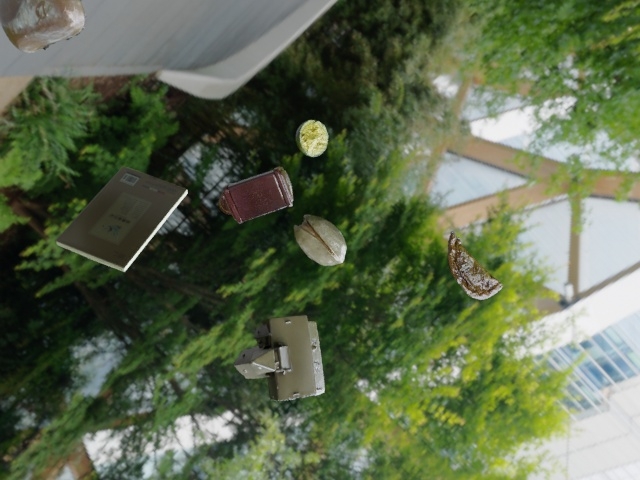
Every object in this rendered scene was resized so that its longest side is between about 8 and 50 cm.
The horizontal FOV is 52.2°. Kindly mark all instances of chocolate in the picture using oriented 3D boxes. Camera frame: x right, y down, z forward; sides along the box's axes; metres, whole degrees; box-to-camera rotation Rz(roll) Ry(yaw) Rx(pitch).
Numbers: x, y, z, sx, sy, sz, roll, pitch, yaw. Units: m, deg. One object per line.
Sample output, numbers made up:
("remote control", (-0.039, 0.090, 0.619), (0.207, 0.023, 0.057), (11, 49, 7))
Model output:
("chocolate", (-0.667, -0.532, 1.524), (0.261, 0.161, 0.083), (-11, -161, 34))

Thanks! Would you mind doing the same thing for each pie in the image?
("pie", (0.340, 0.073, 1.508), (0.088, 0.191, 0.033), (-53, -163, -29))

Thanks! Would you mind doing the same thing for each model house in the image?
("model house", (-0.114, 0.261, 1.426), (0.176, 0.181, 0.248), (-11, 168, 19))

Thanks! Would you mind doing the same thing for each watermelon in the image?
("watermelon", (-0.032, -0.291, 1.868), (0.062, 0.106, 0.105), (5, -133, 48))

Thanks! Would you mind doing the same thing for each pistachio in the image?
("pistachio", (0.000, 0.000, 1.918), (0.124, 0.185, 0.125), (-34, -147, 27))

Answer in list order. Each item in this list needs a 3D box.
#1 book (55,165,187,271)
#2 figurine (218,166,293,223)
("book", (-0.533, -0.067, 1.769), (0.021, 0.216, 0.310), (94, 21, -51))
("figurine", (-0.134, -0.100, 1.309), (0.154, 0.083, 0.098), (-17, -153, 10))
